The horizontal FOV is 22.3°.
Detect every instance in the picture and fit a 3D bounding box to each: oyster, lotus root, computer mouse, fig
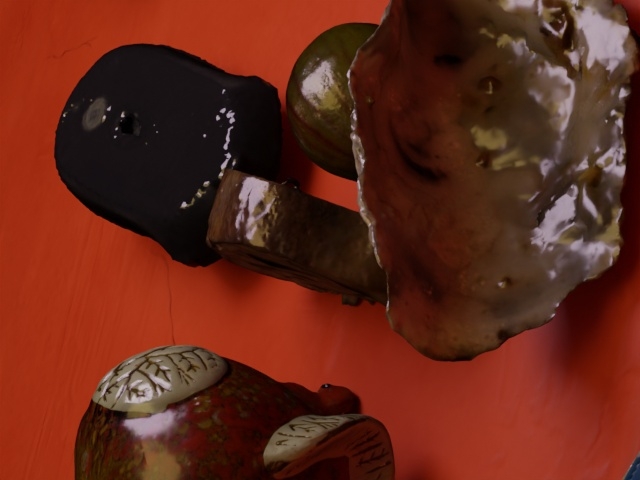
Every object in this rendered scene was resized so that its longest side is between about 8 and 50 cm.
[{"bbox_3d":[0.125,-0.098,1.145,0.204,0.111,0.396,-7,58,6],"label":"oyster"},{"bbox_3d":[0.000,0.000,1.244,0.260,0.170,0.074,14,82,62],"label":"lotus root"},{"bbox_3d":[-0.133,-0.084,1.518,0.323,0.116,0.183,27,95,50],"label":"computer mouse"},{"bbox_3d":[0.058,-0.067,1.247,0.124,0.124,0.236,-52,52,27],"label":"fig"}]

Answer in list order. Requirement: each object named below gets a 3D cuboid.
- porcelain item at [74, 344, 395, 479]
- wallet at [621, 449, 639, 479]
[{"bbox_3d":[-0.057,0.175,1.219,0.253,0.253,0.253,-31,49,45],"label":"porcelain item"},{"bbox_3d":[0.242,0.172,0.882,0.141,0.059,0.202,-63,34,15],"label":"wallet"}]
